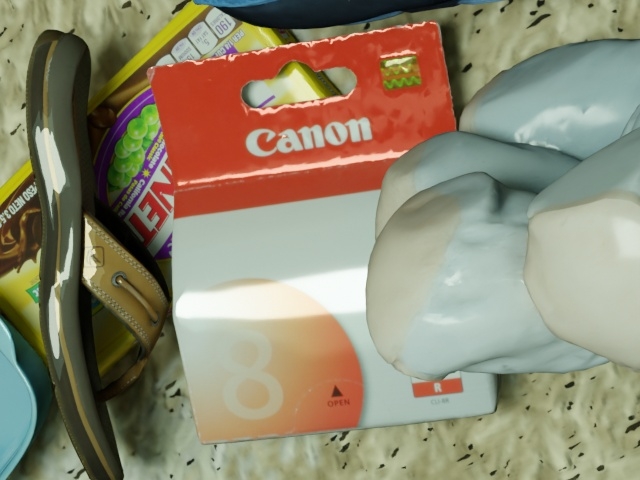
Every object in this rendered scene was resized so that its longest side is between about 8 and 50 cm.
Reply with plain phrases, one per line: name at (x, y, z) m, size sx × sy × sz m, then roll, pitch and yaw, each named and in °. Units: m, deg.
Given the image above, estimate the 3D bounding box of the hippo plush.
hippo plush at (0.174, 0.032, 0.702) m, size 0.234 × 0.294 × 0.236 m, roll 2°, pitch 124°, yaw 61°

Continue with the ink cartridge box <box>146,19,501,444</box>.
ink cartridge box at (0.000, 0.000, 0.795) m, size 0.145 × 0.045 × 0.179 m, roll -8°, pitch 106°, yaw 14°

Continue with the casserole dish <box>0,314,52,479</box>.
casserole dish at (-0.204, 0.094, 0.888) m, size 0.114 × 0.037 × 0.188 m, roll 44°, pitch 119°, yaw 9°

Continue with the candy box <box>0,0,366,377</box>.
candy box at (-0.083, -0.026, 0.849) m, size 0.206 × 0.027 × 0.105 m, roll -42°, pitch 86°, yaw 19°

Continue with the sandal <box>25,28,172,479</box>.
sandal at (-0.101, 0.010, 0.814) m, size 0.060 × 0.090 × 0.219 m, roll -3°, pitch 91°, yaw -4°

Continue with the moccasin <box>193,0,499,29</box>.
moccasin at (0.103, -0.174, 0.725) m, size 0.342 × 0.117 × 0.137 m, roll -9°, pitch 81°, yaw 25°
